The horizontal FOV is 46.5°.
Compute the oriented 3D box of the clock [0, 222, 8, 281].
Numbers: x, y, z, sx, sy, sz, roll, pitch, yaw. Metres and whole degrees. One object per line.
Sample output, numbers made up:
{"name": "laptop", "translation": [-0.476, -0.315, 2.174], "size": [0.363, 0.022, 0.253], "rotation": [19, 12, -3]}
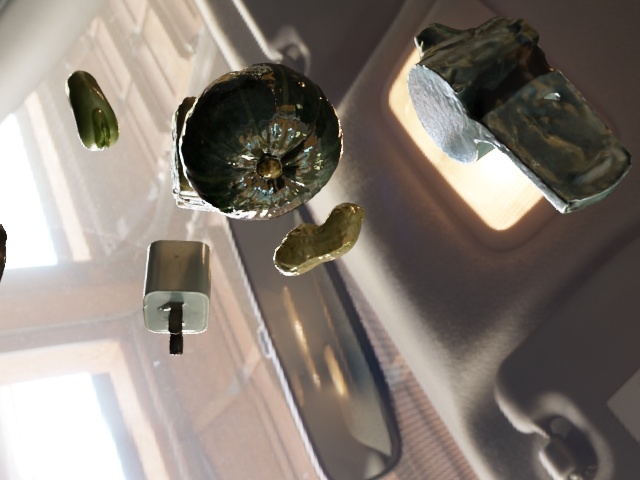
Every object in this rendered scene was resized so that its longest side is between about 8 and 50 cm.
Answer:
{"name": "clock", "translation": [-0.587, 0.104, 1.119], "size": [0.325, 0.067, 0.325], "rotation": [-26, -132, 33]}

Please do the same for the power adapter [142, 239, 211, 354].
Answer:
{"name": "power adapter", "translation": [-0.272, 0.116, 1.418], "size": [0.130, 0.125, 0.205], "rotation": [102, -14, -46]}

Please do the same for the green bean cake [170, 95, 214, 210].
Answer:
{"name": "green bean cake", "translation": [-0.268, -0.192, 1.663], "size": [0.224, 0.131, 0.230], "rotation": [140, -49, -74]}

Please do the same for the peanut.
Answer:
{"name": "peanut", "translation": [0.000, 0.000, 1.633], "size": [0.103, 0.229, 0.098], "rotation": [62, 7, -14]}

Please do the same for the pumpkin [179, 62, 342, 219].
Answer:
{"name": "pumpkin", "translation": [-0.112, -0.180, 1.366], "size": [0.207, 0.300, 0.300], "rotation": [-116, -144, -44]}

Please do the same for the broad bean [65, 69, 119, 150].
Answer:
{"name": "broad bean", "translation": [-0.471, -0.262, 1.519], "size": [0.175, 0.082, 0.124], "rotation": [62, -26, 5]}

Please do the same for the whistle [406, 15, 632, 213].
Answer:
{"name": "whistle", "translation": [0.293, -0.211, 1.152], "size": [0.405, 0.168, 0.188], "rotation": [45, -16, 50]}
